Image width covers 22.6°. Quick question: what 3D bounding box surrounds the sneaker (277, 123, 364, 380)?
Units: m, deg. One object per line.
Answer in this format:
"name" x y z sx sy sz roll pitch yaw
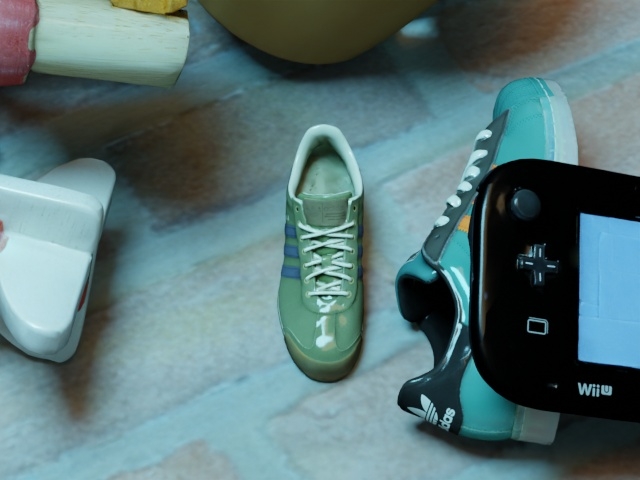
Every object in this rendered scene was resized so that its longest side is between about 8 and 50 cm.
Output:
"sneaker" 0.000 0.000 1.176 0.064 0.086 0.192 0 55 1

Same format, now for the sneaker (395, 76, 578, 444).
"sneaker" 0.118 0.000 1.161 0.121 0.108 0.302 7 56 1

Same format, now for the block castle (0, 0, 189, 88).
"block castle" -0.207 -0.299 1.167 0.213 0.303 0.453 5 22 -14

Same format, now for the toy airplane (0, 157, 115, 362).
"toy airplane" -0.338 -0.008 1.116 0.386 0.272 0.384 -9 58 -51

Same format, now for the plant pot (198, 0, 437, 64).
"plant pot" 0.012 -0.277 1.263 0.291 0.203 0.291 15 53 -21

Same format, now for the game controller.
"game controller" 0.243 0.045 1.082 0.319 0.067 0.166 8 66 -20
